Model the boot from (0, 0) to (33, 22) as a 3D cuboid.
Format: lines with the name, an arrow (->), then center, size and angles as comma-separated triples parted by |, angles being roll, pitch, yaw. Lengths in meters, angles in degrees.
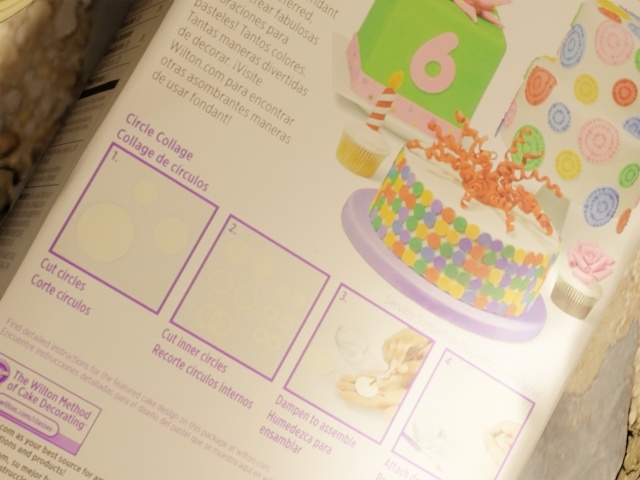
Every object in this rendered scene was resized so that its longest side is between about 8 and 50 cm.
boot -> -0.074, -0.162, 0.507 | 0.262, 0.095, 0.203 | -23, 169, -26

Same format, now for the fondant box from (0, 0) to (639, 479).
fondant box -> 0.000, 0.000, 0.702 | 0.238, 0.096, 0.330 | 32, 81, -18
